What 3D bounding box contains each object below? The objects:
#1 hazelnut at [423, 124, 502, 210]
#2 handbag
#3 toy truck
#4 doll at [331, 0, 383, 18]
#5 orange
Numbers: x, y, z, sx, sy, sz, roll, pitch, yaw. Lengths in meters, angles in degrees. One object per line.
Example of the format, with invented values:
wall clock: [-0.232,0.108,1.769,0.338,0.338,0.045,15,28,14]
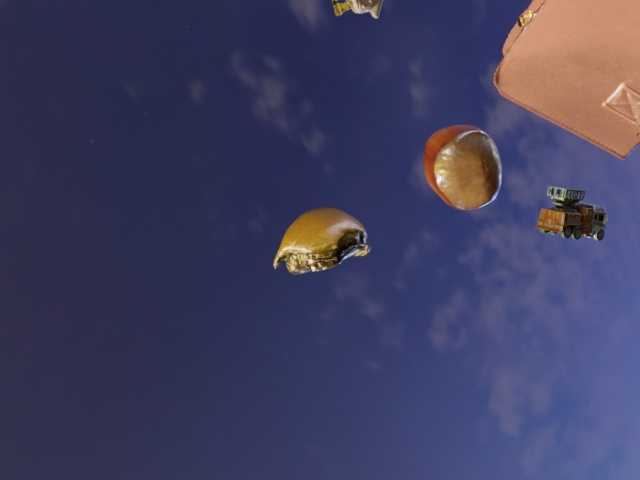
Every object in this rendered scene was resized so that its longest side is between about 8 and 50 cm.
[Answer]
hazelnut: [0.334,-0.175,1.779,0.176,0.214,0.214,-22,-52,-7]
handbag: [0.251,-0.170,0.588,0.059,0.157,0.212,-66,5,-36]
toy truck: [0.604,-0.063,1.775,0.177,0.080,0.115,4,-82,-34]
doll: [0.123,-0.568,1.681,0.207,0.081,0.129,-20,-82,-3]
orange: [0.000,0.000,1.286,0.169,0.160,0.112,-6,-90,-1]
